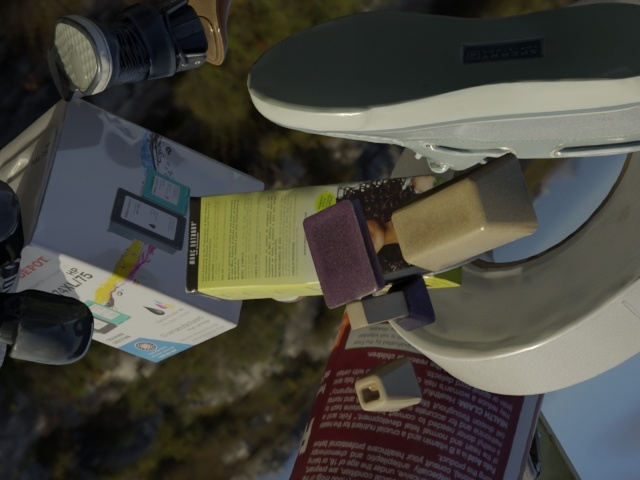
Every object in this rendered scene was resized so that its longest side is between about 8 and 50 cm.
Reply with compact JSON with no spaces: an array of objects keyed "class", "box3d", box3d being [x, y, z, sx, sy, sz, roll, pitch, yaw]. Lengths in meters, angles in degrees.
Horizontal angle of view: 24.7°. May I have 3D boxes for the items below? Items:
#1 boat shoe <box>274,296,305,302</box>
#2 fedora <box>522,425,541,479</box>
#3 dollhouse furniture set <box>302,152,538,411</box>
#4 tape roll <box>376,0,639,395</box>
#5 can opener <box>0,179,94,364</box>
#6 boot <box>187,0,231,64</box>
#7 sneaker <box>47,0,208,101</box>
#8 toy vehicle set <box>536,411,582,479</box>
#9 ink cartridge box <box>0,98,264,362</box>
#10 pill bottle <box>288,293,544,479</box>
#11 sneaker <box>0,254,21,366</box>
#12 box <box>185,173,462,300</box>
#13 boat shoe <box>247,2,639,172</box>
[{"class":"boat shoe","box3d":[-0.073,0.018,1.982,0.095,0.095,0.257,-55,-160,-9]},{"class":"fedora","box3d":[0.193,0.181,1.829,0.124,0.275,0.243,-10,-154,12]},{"class":"dollhouse furniture set","box3d":[0.068,0.013,0.610,0.081,0.091,0.114,-11,171,-40]},{"class":"tape roll","box3d":[0.212,-0.047,1.307,0.392,0.072,0.392,-31,-141,29]},{"class":"can opener","box3d":[-0.156,0.021,0.749,0.283,0.095,0.076,154,-51,-78]},{"class":"boot","box3d":[-0.127,-0.349,1.996,0.152,0.073,0.197,-53,154,-32]},{"class":"sneaker","box3d":[-0.191,-0.207,1.522,0.163,0.086,0.226,-19,-173,-15]},{"class":"toy vehicle set","box3d":[0.225,0.261,1.970,0.166,0.267,0.035,-21,163,-27]},{"class":"ink cartridge box","box3d":[-0.243,-0.007,1.726,0.198,0.270,0.197,-27,-134,50]},{"class":"pill bottle","box3d":[0.078,0.259,1.452,0.224,0.224,0.392,115,-6,-68]},{"class":"sneaker","box3d":[-0.425,0.090,1.507,0.210,0.137,0.365,-34,137,-61]},{"class":"box","box3d":[0.000,0.000,1.203,0.232,0.087,0.058,-6,167,29]},{"class":"boat shoe","box3d":[0.076,-0.070,0.768,0.081,0.228,0.079,72,23,-45]}]
